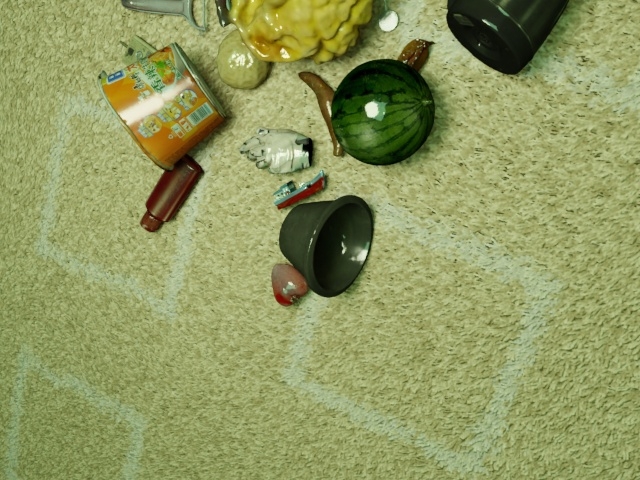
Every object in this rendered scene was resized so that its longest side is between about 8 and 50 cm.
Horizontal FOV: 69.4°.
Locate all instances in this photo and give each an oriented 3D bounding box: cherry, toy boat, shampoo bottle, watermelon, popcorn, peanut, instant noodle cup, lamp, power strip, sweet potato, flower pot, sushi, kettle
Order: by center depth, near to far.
[{"bbox_3d":[0.426,-0.532,0.990,0.207,0.251,0.271,35,103,-23],"label":"kettle"},{"bbox_3d":[-0.057,-0.572,1.036,0.381,0.349,0.350,-23,93,-16],"label":"popcorn"},{"bbox_3d":[0.143,-0.296,1.080,0.242,0.242,0.243,3,101,18],"label":"watermelon"},{"bbox_3d":[0.146,-0.601,1.097,0.050,0.056,0.199,-5,117,21],"label":"lamp"},{"bbox_3d":[0.226,-0.442,1.124,0.052,0.055,0.120,35,98,21],"label":"sushi"},{"bbox_3d":[0.000,0.000,1.200,0.166,0.268,0.270,17,106,36],"label":"flower pot"},{"bbox_3d":[0.020,-0.346,1.209,0.078,0.058,0.256,-28,86,41],"label":"sweet potato"},{"bbox_3d":[-0.397,-0.360,1.221,0.213,0.296,0.297,-32,89,1],"label":"instant noodle cup"},{"bbox_3d":[-0.204,-0.483,1.227,0.140,0.109,0.159,6,115,-11],"label":"peanut"},{"bbox_3d":[-0.059,-0.142,1.263,0.172,0.069,0.059,-23,100,25],"label":"toy boat"},{"bbox_3d":[-0.086,0.126,1.313,0.106,0.087,0.127,-14,77,21],"label":"cherry"},{"bbox_3d":[-0.493,-0.513,1.358,0.267,0.034,0.092,38,109,8],"label":"power strip"},{"bbox_3d":[-0.460,-0.138,1.399,0.102,0.064,0.260,42,109,9],"label":"shampoo bottle"}]

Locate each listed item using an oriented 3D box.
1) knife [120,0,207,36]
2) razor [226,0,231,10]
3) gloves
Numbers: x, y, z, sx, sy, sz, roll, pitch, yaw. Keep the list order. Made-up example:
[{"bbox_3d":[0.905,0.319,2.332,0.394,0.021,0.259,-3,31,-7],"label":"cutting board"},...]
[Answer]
[{"bbox_3d":[-0.434,-0.652,1.304,0.277,0.053,0.124,13,108,17],"label":"knife"},{"bbox_3d":[-0.274,-0.734,1.234,0.110,0.056,0.278,-6,98,18],"label":"razor"},{"bbox_3d":[-0.129,-0.243,1.252,0.211,0.111,0.128,2,105,10],"label":"gloves"}]
